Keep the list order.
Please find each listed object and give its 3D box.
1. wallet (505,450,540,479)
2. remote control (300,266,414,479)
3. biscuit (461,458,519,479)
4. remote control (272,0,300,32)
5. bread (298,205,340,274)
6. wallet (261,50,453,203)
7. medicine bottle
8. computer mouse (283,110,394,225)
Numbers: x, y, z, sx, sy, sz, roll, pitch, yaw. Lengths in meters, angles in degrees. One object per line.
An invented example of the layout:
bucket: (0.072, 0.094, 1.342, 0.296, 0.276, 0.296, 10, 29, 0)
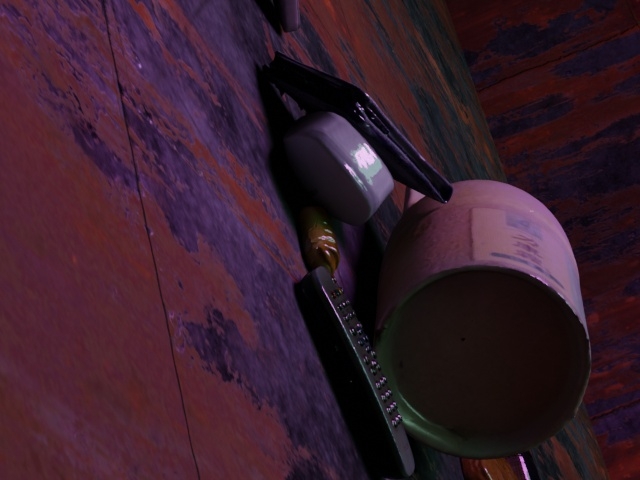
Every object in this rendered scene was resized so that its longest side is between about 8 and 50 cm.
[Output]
wallet: (0.299, 0.351, 2.262, 0.124, 0.042, 0.230, 51, 23, -61)
remote control: (0.037, 0.130, 1.522, 0.222, 0.042, 0.072, 67, 12, 1)
biscuit: (0.260, 0.391, 2.016, 0.273, 0.049, 0.257, 50, 21, -59)
remote control: (-0.049, -0.342, 1.847, 0.245, 0.022, 0.077, 83, -11, -55)
bread: (0.000, 0.000, 1.614, 0.049, 0.034, 0.088, 64, 11, -45)
wallet: (0.043, -0.126, 1.746, 0.167, 0.036, 0.222, 29, -8, 43)
medicine bottle: (0.184, 0.059, 1.819, 0.406, 0.236, 0.235, -78, 143, -68)
computer mouse: (0.010, -0.076, 1.689, 0.128, 0.079, 0.231, 52, -5, -5)
